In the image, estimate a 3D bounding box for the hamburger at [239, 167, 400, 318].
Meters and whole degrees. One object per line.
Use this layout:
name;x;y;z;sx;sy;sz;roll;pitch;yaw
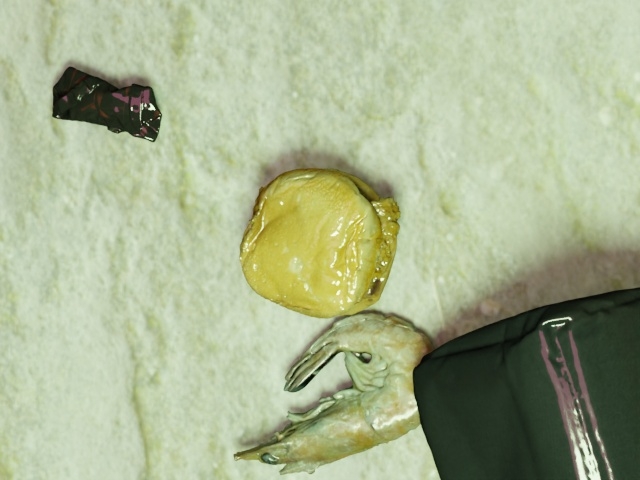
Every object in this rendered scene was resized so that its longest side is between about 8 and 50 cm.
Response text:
hamburger;0.000;0.000;1.828;0.147;0.083;0.138;17;102;18

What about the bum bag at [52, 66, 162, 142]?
bum bag;-0.211;-0.135;1.914;0.124;0.034;0.058;16;107;17

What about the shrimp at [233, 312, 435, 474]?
shrimp;0.010;0.148;1.850;0.223;0.047;0.126;-25;78;12

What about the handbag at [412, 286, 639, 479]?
handbag;0.234;0.203;1.729;0.275;0.177;0.302;-24;84;62
